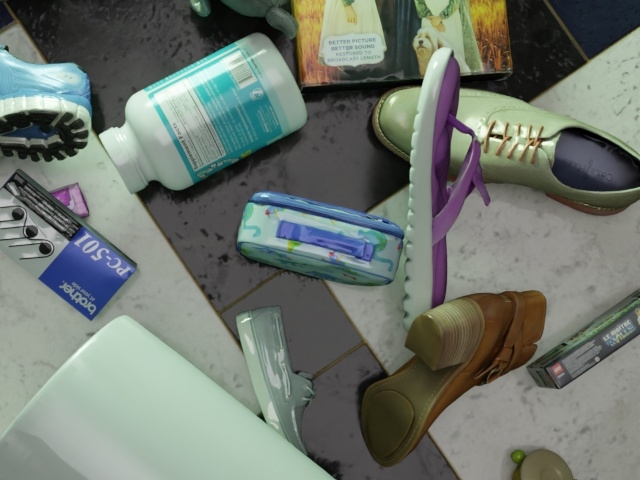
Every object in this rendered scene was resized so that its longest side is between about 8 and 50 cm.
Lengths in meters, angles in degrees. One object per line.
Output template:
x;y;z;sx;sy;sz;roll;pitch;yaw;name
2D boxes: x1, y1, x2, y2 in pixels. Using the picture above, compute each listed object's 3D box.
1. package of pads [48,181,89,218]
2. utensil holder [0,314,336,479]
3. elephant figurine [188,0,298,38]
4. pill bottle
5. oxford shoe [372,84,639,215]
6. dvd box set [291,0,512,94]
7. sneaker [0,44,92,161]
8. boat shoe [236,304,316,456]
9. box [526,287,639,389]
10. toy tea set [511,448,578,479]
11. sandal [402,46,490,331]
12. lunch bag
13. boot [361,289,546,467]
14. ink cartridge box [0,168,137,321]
-0.365;-0.045;1.678;0.083;0.032;0.050;-19;91;-5;package of pads
-0.194;0.328;1.516;0.385;0.327;0.327;39;83;4;utensil holder
-0.125;-0.391;1.669;0.169;0.239;0.186;16;91;-26;elephant figurine
-0.162;-0.163;1.647;0.264;0.146;0.146;-28;87;-6;pill bottle
0.270;-0.141;1.674;0.397;0.146;0.140;13;85;-3;oxford shoe
0.103;-0.428;1.731;0.308;0.062;0.420;-4;85;-5;dvd box set
-0.462;-0.180;1.650;0.330;0.129;0.147;-2;50;8;sneaker
-0.048;0.197;1.655;0.081;0.079;0.227;-18;83;-1;boat shoe
0.388;0.133;1.675;0.207;0.114;0.036;-33;88;-6;box
0.324;0.461;1.662;0.200;0.124;0.336;-34;84;-36;toy tea set
0.173;-0.060;1.591;0.102;0.169;0.416;8;124;10;sandal
0.000;0.000;1.628;0.219;0.176;0.090;14;84;-2;lunch bag
0.183;0.181;1.658;0.220;0.283;0.109;-11;40;-40;boot
-0.359;0.006;1.643;0.207;0.046;0.097;41;91;-11;ink cartridge box
